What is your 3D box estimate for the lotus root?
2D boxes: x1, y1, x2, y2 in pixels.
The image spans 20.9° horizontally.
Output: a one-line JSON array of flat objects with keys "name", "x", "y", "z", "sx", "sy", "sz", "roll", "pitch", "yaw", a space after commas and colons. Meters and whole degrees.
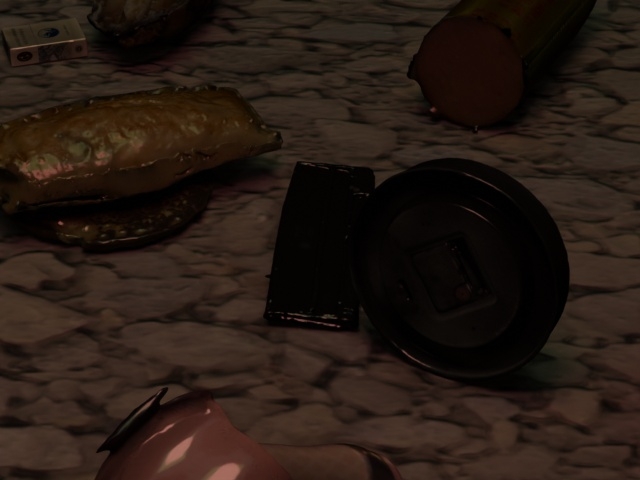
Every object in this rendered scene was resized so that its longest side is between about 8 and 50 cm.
[{"name": "lotus root", "x": -0.163, "y": -0.289, "z": 1.940, "sx": 0.167, "sy": 0.078, "sz": 0.329, "roll": -15, "pitch": 31, "yaw": 18}]

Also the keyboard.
[{"name": "keyboard", "x": 0.000, "y": 0.000, "z": 1.556, "sx": 0.087, "sy": 0.017, "sz": 0.250, "roll": 4, "pitch": 34, "yaw": 3}]

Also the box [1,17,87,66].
[{"name": "box", "x": -0.296, "y": -0.213, "z": 1.859, "sx": 0.083, "sy": 0.024, "sz": 0.054, "roll": -11, "pitch": 34, "yaw": -15}]

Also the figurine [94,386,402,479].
[{"name": "figurine", "x": 0.025, "y": 0.251, "z": 1.014, "sx": 0.361, "sy": 0.211, "sz": 0.253, "roll": 29, "pitch": 74, "yaw": 34}]

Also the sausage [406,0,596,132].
[{"name": "sausage", "x": 0.215, "y": -0.239, "z": 1.824, "sx": 0.125, "sy": 0.117, "sz": 0.317, "roll": -25, "pitch": 15, "yaw": 39}]

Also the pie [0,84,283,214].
[{"name": "pie", "x": -0.173, "y": -0.092, "z": 1.607, "sx": 0.282, "sy": 0.068, "sz": 0.128, "roll": -13, "pitch": 39, "yaw": -28}]

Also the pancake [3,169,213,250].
[{"name": "pancake", "x": -0.196, "y": -0.047, "z": 1.616, "sx": 0.199, "sy": 0.021, "sz": 0.199, "roll": 1, "pitch": 34, "yaw": -1}]

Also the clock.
[{"name": "clock", "x": 0.111, "y": 0.022, "z": 1.382, "sx": 0.184, "sy": 0.184, "sz": 0.040, "roll": 18, "pitch": 30, "yaw": 23}]
